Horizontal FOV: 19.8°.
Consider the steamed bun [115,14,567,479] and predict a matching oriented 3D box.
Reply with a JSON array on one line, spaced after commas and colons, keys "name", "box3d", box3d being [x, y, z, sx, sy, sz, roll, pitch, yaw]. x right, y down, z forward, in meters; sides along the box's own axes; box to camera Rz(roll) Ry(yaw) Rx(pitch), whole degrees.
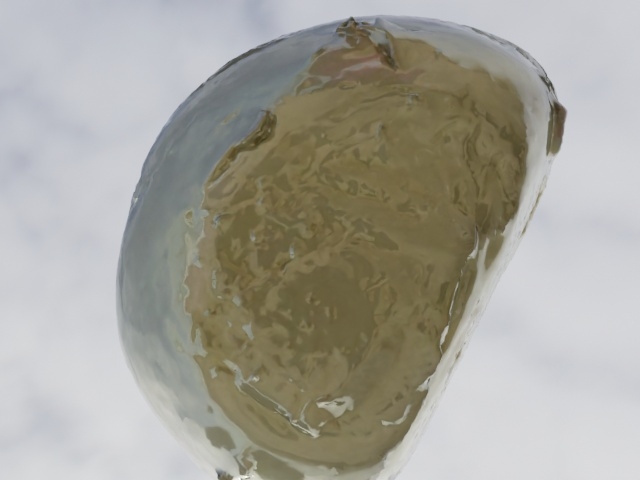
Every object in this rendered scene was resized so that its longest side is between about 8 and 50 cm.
[{"name": "steamed bun", "box3d": [0.000, 0.000, 0.459, 0.091, 0.112, 0.130, 27, -81, 8]}]
